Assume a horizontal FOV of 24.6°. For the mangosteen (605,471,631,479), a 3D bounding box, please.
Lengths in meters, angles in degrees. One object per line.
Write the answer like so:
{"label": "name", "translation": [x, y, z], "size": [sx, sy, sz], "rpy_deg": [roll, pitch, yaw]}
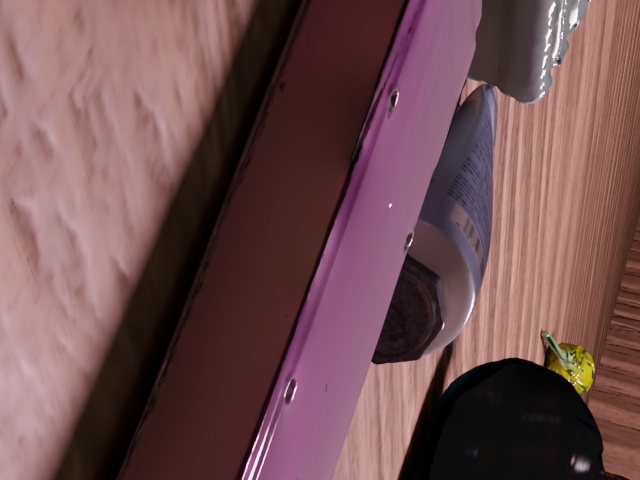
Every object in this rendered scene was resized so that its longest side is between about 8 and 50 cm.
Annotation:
{"label": "mangosteen", "translation": [0.169, 0.263, 1.083], "size": [0.257, 0.215, 0.215], "rpy_deg": [32, 68, -39]}

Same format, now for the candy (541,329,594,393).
{"label": "candy", "translation": [0.261, 0.127, 1.601], "size": [0.062, 0.058, 0.194], "rpy_deg": [65, 9, 24]}

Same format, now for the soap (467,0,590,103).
{"label": "soap", "translation": [0.080, -0.165, 0.554], "size": [0.114, 0.063, 0.198], "rpy_deg": [-57, 156, -49]}

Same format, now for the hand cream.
{"label": "hand cream", "translation": [0.054, -0.005, 0.631], "size": [0.256, 0.055, 0.088], "rpy_deg": [-45, 138, -69]}

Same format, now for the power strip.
{"label": "power strip", "translation": [0.000, 0.000, 0.448], "size": [0.109, 0.037, 0.279], "rpy_deg": [78, 28, -61]}

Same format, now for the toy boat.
{"label": "toy boat", "translation": [0.080, 0.213, 0.868], "size": [0.092, 0.134, 0.299], "rpy_deg": [-33, -148, 53]}
